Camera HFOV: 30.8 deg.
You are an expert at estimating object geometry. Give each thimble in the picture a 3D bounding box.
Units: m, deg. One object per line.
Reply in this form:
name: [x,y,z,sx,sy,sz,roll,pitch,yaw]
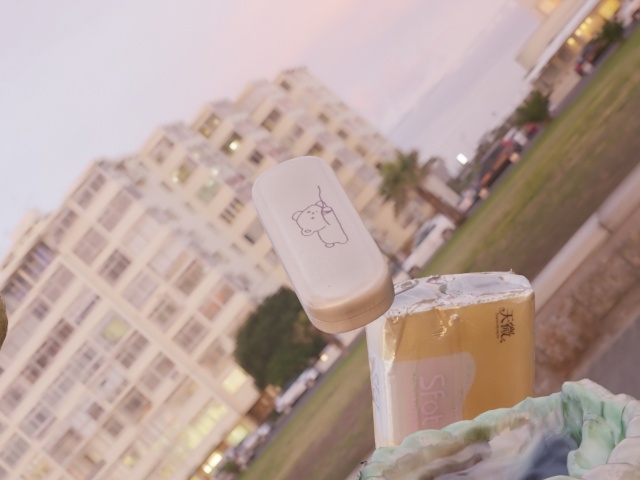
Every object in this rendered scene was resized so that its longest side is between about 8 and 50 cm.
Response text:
thimble: [0.127,0.182,0.683,0.219,0.150,0.219,-14,8,2]

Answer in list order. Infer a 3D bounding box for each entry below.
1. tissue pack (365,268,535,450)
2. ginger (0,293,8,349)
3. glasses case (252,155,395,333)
tissue pack: [0.147,0.146,1.308,0.090,0.186,0.222,-113,17,-61]
ginger: [-0.352,0.199,0.970,0.348,0.363,0.122,-7,10,45]
glasses case: [0.000,0.000,1.042,0.083,0.196,0.050,-23,-44,-8]
